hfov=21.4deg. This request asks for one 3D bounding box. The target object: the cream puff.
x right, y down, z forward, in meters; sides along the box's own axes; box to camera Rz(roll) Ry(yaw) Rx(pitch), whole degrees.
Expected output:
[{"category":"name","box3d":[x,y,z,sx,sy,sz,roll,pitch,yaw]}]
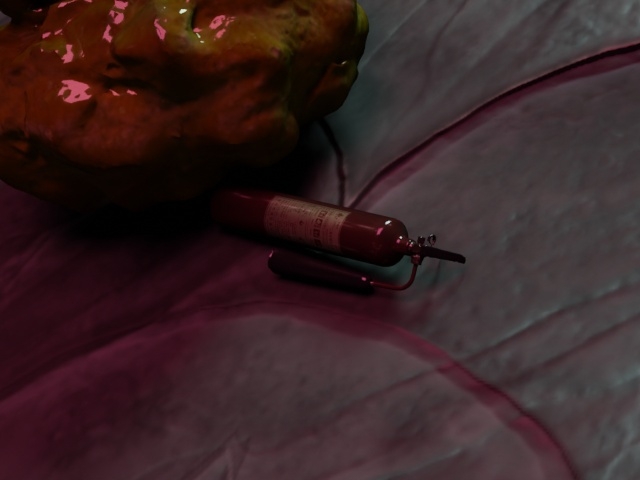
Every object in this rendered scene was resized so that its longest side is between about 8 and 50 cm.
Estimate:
[{"category":"cream puff","box3d":[-0.106,-0.149,1.072,0.281,0.185,0.282,-18,35,13]}]

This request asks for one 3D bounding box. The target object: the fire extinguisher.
[{"category":"fire extinguisher","box3d":[0.000,0.000,0.993,0.173,0.035,0.049,13,51,40]}]
